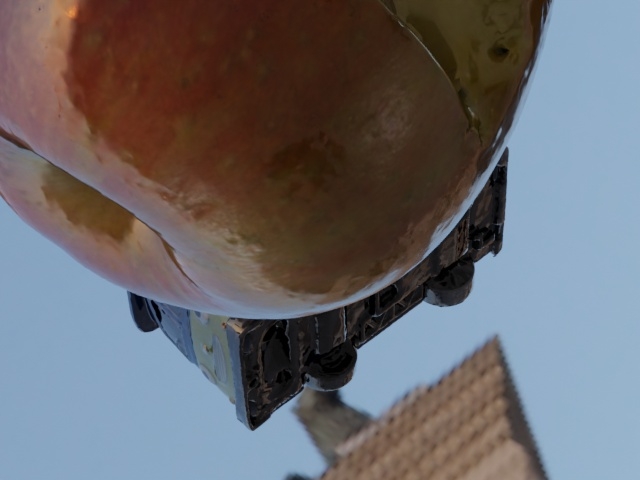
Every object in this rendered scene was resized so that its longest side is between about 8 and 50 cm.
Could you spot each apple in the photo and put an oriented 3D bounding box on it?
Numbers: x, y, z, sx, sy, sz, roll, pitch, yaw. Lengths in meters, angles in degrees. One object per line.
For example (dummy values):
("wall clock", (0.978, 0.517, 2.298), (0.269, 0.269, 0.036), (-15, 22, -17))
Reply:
("apple", (-0.015, -0.070, 0.552), (0.199, 0.199, 0.199), (-14, -64, -33))

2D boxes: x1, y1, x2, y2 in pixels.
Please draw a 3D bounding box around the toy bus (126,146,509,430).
("toy bus", (0.000, 0.000, 1.448), (0.288, 0.175, 0.138), (-34, -34, -25))
